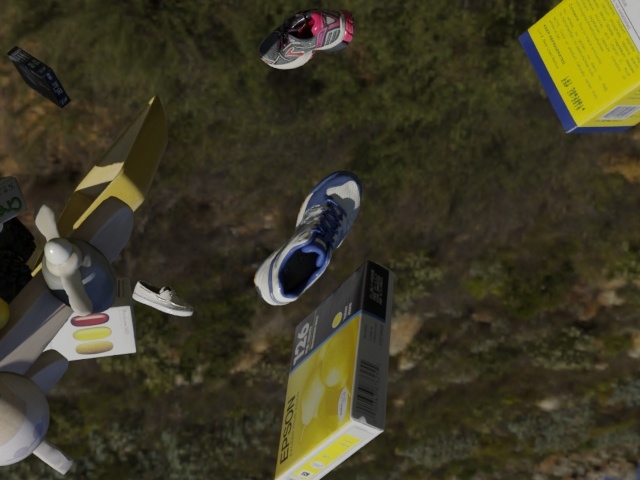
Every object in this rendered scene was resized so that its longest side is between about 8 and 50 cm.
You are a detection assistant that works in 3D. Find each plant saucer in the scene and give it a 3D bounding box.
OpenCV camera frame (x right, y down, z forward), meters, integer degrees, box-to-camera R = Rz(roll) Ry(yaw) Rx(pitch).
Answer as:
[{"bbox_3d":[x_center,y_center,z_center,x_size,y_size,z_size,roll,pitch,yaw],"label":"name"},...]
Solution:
[{"bbox_3d":[-0.425,-0.095,1.885,0.081,0.333,0.333,37,-150,-19],"label":"plant saucer"}]

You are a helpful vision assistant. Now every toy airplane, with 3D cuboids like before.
[{"bbox_3d":[-0.356,0.153,0.932,0.272,0.386,0.384,23,-159,38],"label":"toy airplane"}]

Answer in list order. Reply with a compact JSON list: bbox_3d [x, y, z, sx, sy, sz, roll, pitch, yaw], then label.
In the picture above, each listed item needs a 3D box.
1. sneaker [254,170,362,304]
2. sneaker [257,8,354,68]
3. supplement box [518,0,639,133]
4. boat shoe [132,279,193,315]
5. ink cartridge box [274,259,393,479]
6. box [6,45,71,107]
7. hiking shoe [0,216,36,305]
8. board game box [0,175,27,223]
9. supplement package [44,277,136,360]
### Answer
[{"bbox_3d":[0.000,0.000,1.731,0.112,0.296,0.131,36,170,-18],"label":"sneaker"},{"bbox_3d":[-0.055,-0.494,2.226,0.112,0.121,0.299,-2,174,-41],"label":"sneaker"},{"bbox_3d":[0.535,-0.344,1.489,0.195,0.194,0.356,-8,159,-43],"label":"supplement box"},{"bbox_3d":[-0.244,0.088,1.462,0.100,0.035,0.035,20,-164,6],"label":"boat shoe"},{"bbox_3d":[0.001,0.228,1.468,0.072,0.307,0.304,28,-137,-21],"label":"ink cartridge box"},{"bbox_3d":[-0.388,-0.226,1.288,0.083,0.018,0.067,33,159,27],"label":"box"},{"bbox_3d":[-0.607,0.071,1.723,0.132,0.113,0.304,-34,-153,9],"label":"hiking shoe"},{"bbox_3d":[-0.527,0.007,1.111,0.193,0.053,0.305,-4,-158,31],"label":"board game box"},{"bbox_3d":[-0.562,0.187,2.193,0.244,0.139,0.134,-7,-150,-8],"label":"supplement package"}]
